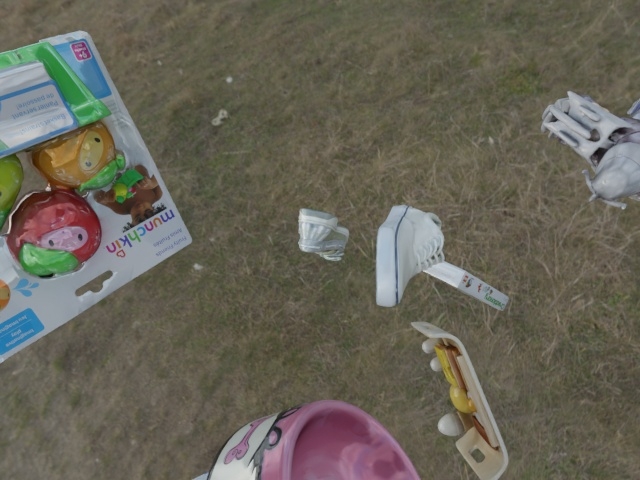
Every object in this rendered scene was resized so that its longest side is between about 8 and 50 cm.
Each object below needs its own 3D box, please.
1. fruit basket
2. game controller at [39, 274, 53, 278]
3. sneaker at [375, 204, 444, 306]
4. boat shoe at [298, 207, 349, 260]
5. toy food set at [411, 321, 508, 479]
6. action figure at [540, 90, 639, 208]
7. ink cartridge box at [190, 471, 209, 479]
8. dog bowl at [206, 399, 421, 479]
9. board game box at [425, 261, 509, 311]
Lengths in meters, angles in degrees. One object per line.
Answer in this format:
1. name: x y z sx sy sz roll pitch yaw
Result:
1. fruit basket: -0.370 -0.064 0.613 0.327 0.352 0.166 -37 25 -34
2. game controller: -0.558 0.141 0.689 0.167 0.067 0.319 14 51 19
3. sneaker: 0.135 0.009 0.668 0.092 0.094 0.258 4 28 16
4. boat shoe: 0.002 0.000 1.160 0.118 0.320 0.102 12 83 8
5. toy food set: 0.278 0.327 0.985 0.093 0.220 0.305 -21 85 0
6. action figure: 0.319 -0.087 0.442 0.285 0.099 0.185 -29 76 -36
7. ink cartridge box: -0.278 0.681 1.130 0.082 0.140 0.190 12 91 31
8. dog bowl: 0.027 0.436 0.708 0.150 0.408 0.407 -43 43 23
9. board game box: 0.406 0.117 1.353 0.193 0.305 0.053 29 92 47
